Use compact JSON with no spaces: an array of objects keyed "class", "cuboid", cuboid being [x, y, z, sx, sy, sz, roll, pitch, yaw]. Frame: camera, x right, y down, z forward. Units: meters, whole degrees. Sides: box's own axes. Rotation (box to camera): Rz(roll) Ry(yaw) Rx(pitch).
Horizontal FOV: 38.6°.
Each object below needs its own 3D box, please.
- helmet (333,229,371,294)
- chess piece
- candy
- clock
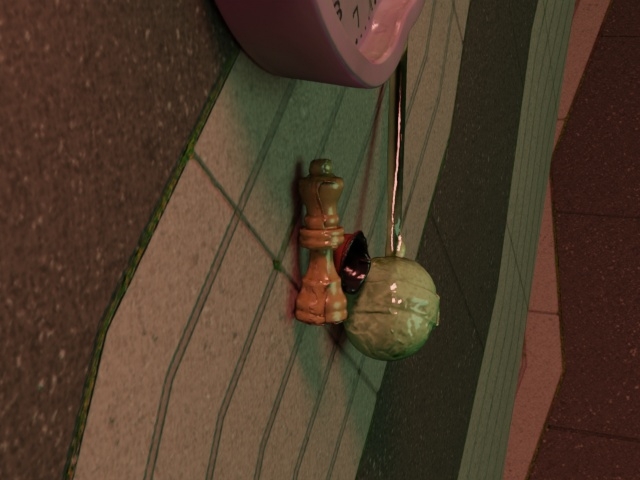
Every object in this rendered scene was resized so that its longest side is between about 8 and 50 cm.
[{"class":"helmet","cuboid":[0.022,0.019,1.026,0.065,0.049,0.084,-57,150,-30]},{"class":"chess piece","cuboid":[0.001,0.000,0.960,0.060,0.060,0.172,-24,115,-66]},{"class":"candy","cuboid":[0.096,-0.066,1.152,0.119,0.119,0.440,44,48,-64]},{"class":"clock","cuboid":[0.012,-0.307,0.818,0.338,0.102,0.338,10,90,-69]}]
